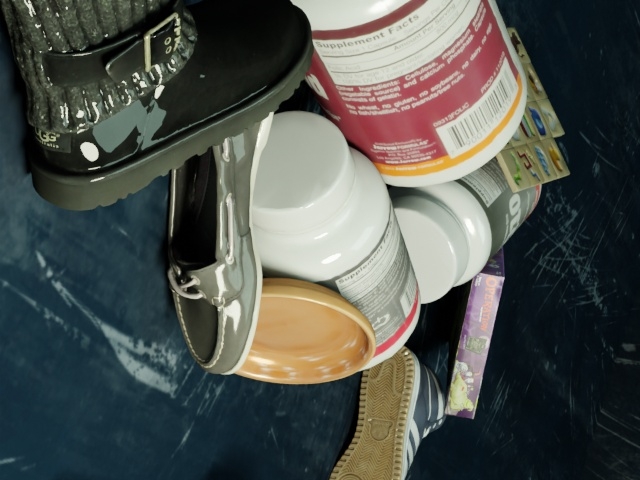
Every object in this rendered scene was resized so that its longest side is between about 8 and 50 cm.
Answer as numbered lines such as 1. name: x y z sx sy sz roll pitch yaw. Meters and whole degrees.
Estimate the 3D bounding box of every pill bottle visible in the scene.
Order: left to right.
1. pill bottle: 0.000 0.000 2.000 0.176 0.176 0.318 -65 155 -25
2. pill bottle: 0.062 -0.253 1.909 0.224 0.224 0.392 -64 146 -26
3. pill bottle: 0.172 -0.035 2.400 0.283 0.161 0.161 -43 141 -52

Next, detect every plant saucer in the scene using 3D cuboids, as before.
1. plant saucer: -0.039 0.095 1.955 0.200 0.200 0.037 67 25 -56

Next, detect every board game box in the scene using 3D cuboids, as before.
1. board game box: 0.220 0.102 2.589 0.347 0.056 0.208 -69 166 -75

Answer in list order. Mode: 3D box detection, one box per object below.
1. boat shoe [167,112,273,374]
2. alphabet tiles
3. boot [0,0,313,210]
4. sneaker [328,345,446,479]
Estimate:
1. boat shoe: -0.119 -0.028 1.822 0.096 0.112 0.335 -3 102 -41
2. alphabet tiles: 0.237 -0.205 2.433 0.285 0.011 0.342 65 26 4
3. boot: -0.134 -0.207 1.579 0.348 0.131 0.260 -41 140 -39
4. sneaker: 0.096 0.288 2.498 0.153 0.099 0.282 30 74 -66
